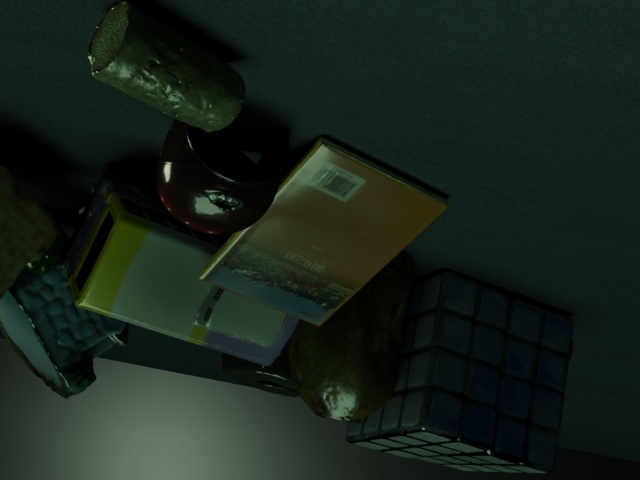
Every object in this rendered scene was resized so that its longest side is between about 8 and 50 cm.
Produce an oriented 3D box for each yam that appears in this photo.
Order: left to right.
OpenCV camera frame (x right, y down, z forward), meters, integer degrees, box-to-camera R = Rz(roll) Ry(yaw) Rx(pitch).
[{"bbox_3d":[-0.199,-0.222,1.254,0.194,0.107,0.107,26,157,-35],"label":"yam"}]

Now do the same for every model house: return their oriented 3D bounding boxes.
[{"bbox_3d":[-0.727,0.017,1.748,0.382,0.342,0.334,17,154,32],"label":"model house"},{"bbox_3d":[-0.516,0.108,2.066,0.360,0.339,0.297,9,130,56],"label":"model house"}]

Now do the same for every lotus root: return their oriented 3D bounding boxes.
[{"bbox_3d":[0.057,0.188,1.909,0.250,0.346,0.250,8,168,2],"label":"lotus root"}]

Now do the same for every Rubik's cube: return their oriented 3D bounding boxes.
[{"bbox_3d":[0.293,0.296,2.041,0.337,0.344,0.344,20,158,-20],"label":"Rubik's cube"}]

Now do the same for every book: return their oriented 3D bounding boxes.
[{"bbox_3d":[0.000,0.000,1.614,0.262,0.028,0.374,23,130,-28],"label":"book"}]

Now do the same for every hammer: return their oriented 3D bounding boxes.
[{"bbox_3d":[-0.477,-0.077,1.969,0.060,0.028,0.195,29,157,-26],"label":"hammer"}]

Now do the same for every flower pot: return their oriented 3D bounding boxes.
[{"bbox_3d":[-0.102,0.212,2.207,0.379,0.251,0.379,13,162,4],"label":"flower pot"}]

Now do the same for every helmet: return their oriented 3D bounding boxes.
[{"bbox_3d":[-0.158,-0.105,1.474,0.189,0.193,0.216,18,-171,-19],"label":"helmet"}]

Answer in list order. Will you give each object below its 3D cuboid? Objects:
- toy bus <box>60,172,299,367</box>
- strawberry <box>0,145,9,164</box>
[{"bbox_3d":[-0.236,0.067,1.798,0.440,0.209,0.249,23,-167,-29],"label":"toy bus"},{"bbox_3d":[-0.647,-0.175,1.768,0.104,0.048,0.152,-1,154,43],"label":"strawberry"}]
